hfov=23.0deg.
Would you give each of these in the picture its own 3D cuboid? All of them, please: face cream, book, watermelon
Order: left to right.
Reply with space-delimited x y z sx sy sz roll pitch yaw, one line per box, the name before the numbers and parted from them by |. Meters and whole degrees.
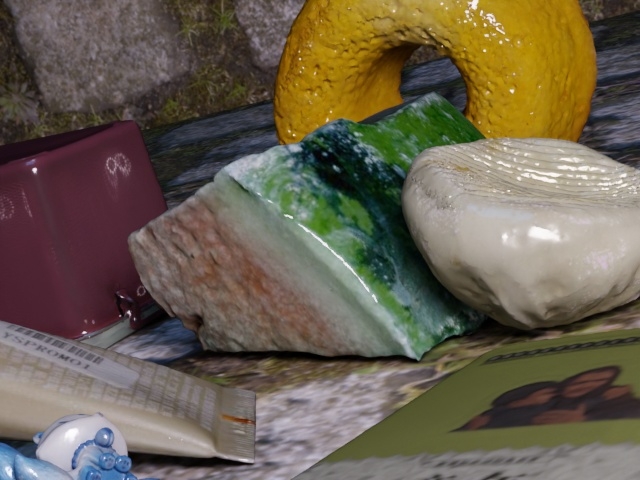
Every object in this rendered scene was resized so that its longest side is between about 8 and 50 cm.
face cream | -0.206 0.082 0.941 0.341 0.084 0.137 10 10 -4
watermelon | 0.002 -0.015 1.137 0.302 0.151 0.264 -7 14 35
book | 0.082 0.111 0.723 0.239 0.035 0.352 -8 13 40

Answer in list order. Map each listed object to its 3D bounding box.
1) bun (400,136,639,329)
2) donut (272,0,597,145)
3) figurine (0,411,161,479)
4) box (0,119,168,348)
bun | 0.137 0.001 1.007 0.183 0.102 0.183 7 23 -3
donut | 0.081 -0.117 1.271 0.277 0.278 0.108 -9 19 28
figurine | -0.135 0.125 0.816 0.114 0.079 0.114 9 0 0
box | -0.268 0.005 1.359 0.294 0.168 0.193 -8 15 32
